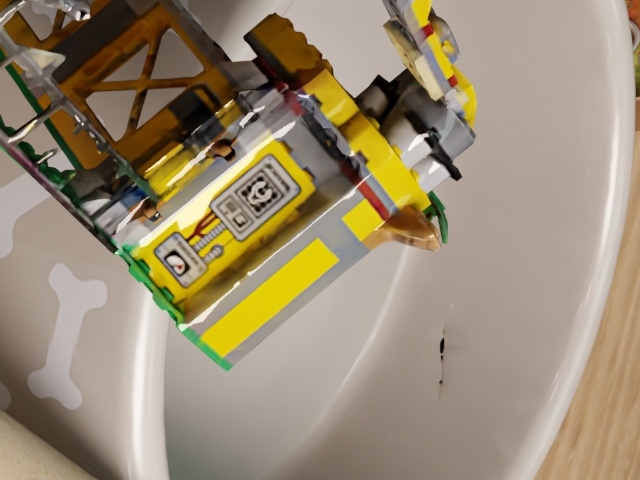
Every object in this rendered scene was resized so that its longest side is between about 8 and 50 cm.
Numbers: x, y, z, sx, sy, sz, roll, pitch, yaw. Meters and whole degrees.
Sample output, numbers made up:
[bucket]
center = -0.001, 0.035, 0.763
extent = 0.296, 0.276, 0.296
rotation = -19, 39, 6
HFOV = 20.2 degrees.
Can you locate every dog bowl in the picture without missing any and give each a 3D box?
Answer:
[dog bowl]
center = 0.000, 0.000, 0.659
extent = 0.349, 0.102, 0.348
rotation = -27, 124, -47

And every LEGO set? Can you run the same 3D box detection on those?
[LEGO set]
center = -0.048, -0.148, 0.393
extent = 0.192, 0.255, 0.331
rotation = -40, 134, 1

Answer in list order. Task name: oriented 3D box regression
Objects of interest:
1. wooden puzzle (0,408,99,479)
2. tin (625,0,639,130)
[wooden puzzle]
center = -0.136, 0.232, 0.505
extent = 0.348, 0.080, 0.322
rotation = -57, 134, -14
[tin]
center = 0.173, -0.135, 0.900
extent = 0.189, 0.106, 0.040
rotation = -57, 147, -21
